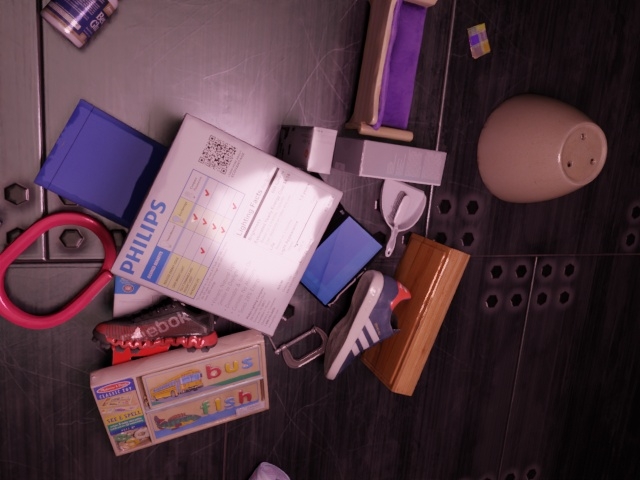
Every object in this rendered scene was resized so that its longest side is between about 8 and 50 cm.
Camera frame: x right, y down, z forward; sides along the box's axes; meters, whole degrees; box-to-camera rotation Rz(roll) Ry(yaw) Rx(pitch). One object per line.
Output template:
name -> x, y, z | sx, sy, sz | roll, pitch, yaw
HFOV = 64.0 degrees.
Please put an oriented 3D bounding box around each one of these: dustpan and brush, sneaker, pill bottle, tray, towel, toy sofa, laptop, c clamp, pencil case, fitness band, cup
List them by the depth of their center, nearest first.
pill bottle -> -0.480, -0.491, 1.052 | 0.094, 0.094, 0.169 | 41, 87, -24
fitness band -> -0.604, 0.066, 1.165 | 0.291, 0.054, 0.209 | -46, 111, -6
sneaker -> -0.370, 0.184, 1.169 | 0.276, 0.098, 0.134 | 3, 97, -23
toy sofa -> 0.184, -0.437, 1.273 | 0.150, 0.177, 0.362 | 5, 100, -21
laptop -> 0.000, 0.000, 1.324 | 0.234, 0.137, 0.264 | -45, 132, -6
sneaker -> 0.128, 0.251, 1.390 | 0.148, 0.131, 0.349 | 20, 115, -15
towel -> 0.444, -0.558, 1.433 | 0.060, 0.009, 0.083 | -24, 110, -13
tray -> 0.253, 0.196, 1.436 | 0.076, 0.203, 0.410 | 19, 95, -23
dustpan and brush -> 0.215, -0.058, 1.438 | 0.147, 0.060, 0.211 | 19, 95, -24
c clamp -> -0.054, 0.292, 1.440 | 0.161, 0.022, 0.137 | -23, 111, -15
pencil case -> -0.196, 0.769, 1.452 | 0.124, 0.113, 0.273 | 39, 88, -15
cup -> 0.657, -0.255, 1.464 | 0.331, 0.237, 0.330 | -5, 104, -19

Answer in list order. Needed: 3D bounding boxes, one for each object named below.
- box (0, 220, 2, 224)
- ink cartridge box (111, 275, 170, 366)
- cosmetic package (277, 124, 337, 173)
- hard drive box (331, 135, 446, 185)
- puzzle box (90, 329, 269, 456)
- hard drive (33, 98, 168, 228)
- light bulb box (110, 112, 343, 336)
box -> -0.744, 0.053, 1.072 | 0.036, 0.114, 0.206 | 28, 91, -24
ink cartridge box -> -0.432, 0.184, 1.240 | 0.134, 0.078, 0.230 | 3, 101, -23
cosmetic package -> -0.039, -0.219, 1.205 | 0.061, 0.239, 0.098 | 4, 101, -22
hard drive box -> 0.172, -0.208, 1.321 | 0.232, 0.181, 0.089 | 5, 102, -21
puzzle box -> -0.334, 0.382, 1.293 | 0.409, 0.052, 0.271 | -13, 126, -18
hard drive -> -0.445, -0.146, 1.177 | 0.319, 0.040, 0.210 | 30, 91, -24
light bulb box -> -0.206, -0.038, 1.134 | 0.361, 0.225, 0.357 | 26, 92, -18
